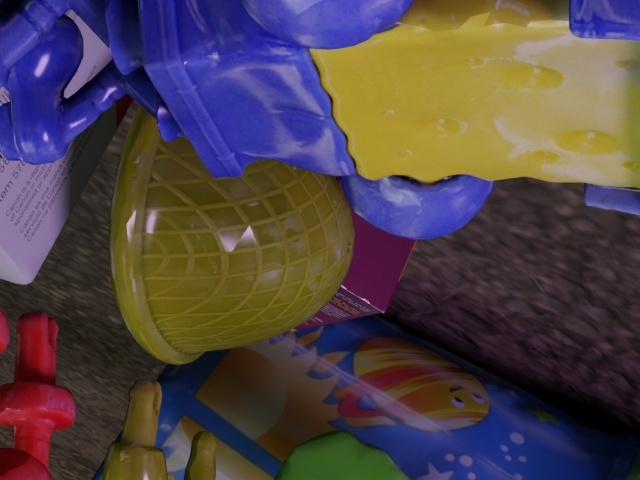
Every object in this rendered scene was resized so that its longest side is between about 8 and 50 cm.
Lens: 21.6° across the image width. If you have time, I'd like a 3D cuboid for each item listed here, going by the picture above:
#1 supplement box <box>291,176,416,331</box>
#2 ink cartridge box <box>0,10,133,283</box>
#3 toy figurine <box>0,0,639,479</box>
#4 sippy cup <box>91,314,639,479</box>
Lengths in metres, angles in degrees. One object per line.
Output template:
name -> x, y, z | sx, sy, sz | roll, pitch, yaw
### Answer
supplement box -> 0.000, 0.000, 0.661 | 0.043, 0.055, 0.083 | 32, 160, -19
ink cartridge box -> -0.139, -0.094, 0.491 | 0.127, 0.128, 0.176 | 18, 158, 24
toy figurine -> 0.026, -0.014, 0.410 | 0.217, 0.191, 0.362 | -5, 158, 10
sippy cup -> 0.018, 0.139, 0.770 | 0.224, 0.240, 0.305 | 35, 136, 7
